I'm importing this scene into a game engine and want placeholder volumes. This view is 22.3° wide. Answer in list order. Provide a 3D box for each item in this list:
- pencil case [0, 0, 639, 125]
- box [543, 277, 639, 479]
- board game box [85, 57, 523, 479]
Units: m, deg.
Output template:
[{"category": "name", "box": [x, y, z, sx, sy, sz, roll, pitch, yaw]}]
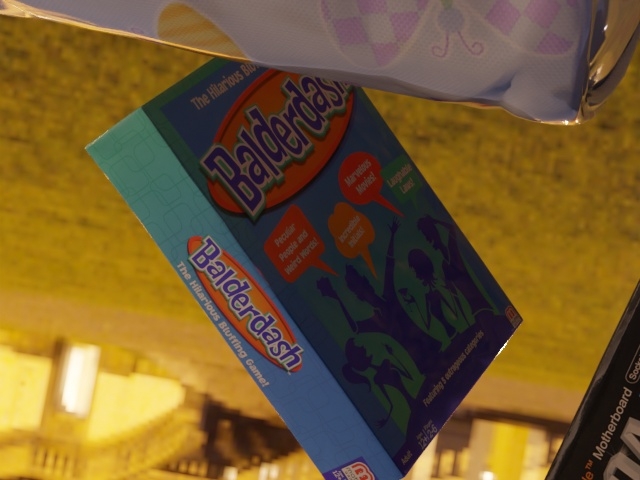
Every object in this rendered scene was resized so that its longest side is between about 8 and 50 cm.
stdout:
[{"category": "pencil case", "box": [-0.030, -0.115, 0.478, 0.273, 0.124, 0.113, 12, -174, 15]}, {"category": "box", "box": [0.159, 0.085, 0.481, 0.175, 0.220, 0.051, 21, 160, 20]}, {"category": "board game box", "box": [0.000, 0.000, 0.807, 0.047, 0.210, 0.160, -31, -172, 37]}]
